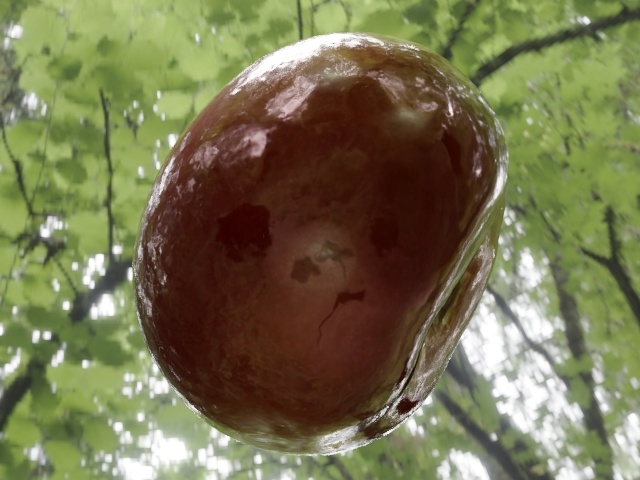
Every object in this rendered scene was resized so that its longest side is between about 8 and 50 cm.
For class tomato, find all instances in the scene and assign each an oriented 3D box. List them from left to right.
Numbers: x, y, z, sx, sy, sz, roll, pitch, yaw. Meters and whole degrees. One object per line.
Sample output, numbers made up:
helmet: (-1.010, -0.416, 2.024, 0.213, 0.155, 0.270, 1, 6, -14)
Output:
tomato: (0.000, 0.000, 0.611, 0.136, 0.195, 0.195, 27, -66, 14)
